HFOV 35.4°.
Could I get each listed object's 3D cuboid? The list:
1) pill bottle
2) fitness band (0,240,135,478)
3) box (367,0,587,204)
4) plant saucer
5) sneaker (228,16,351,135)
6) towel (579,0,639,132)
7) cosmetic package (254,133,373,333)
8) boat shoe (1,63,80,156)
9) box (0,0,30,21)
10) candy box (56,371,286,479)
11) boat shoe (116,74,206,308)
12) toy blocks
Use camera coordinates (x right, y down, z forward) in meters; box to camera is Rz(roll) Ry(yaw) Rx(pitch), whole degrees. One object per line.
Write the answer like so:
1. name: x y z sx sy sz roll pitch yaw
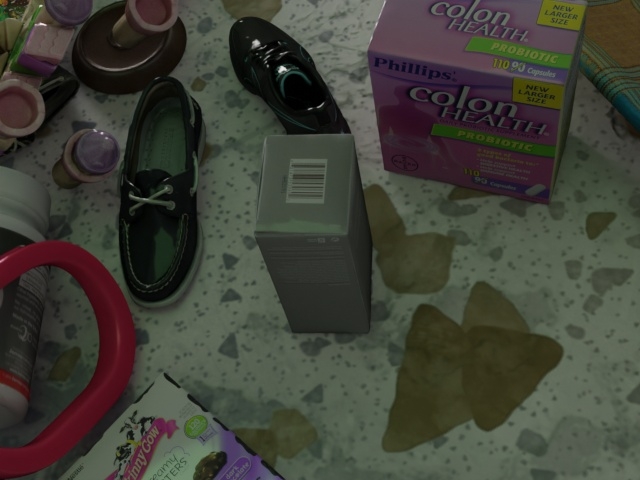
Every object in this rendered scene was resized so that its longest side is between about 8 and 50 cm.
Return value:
1. pill bottle: -0.403 0.064 1.167 0.161 0.161 0.283 -4 61 7
2. fitness band: -0.312 0.123 1.075 0.054 0.209 0.291 -18 18 33
3. box: 0.180 -0.169 1.159 0.213 0.243 0.117 13 64 15
4. plant saucer: -0.274 -0.281 1.415 0.168 0.029 0.169 -4 60 8
5. sneaker: -0.042 -0.216 1.299 0.101 0.106 0.267 -32 60 -8
6. towel: 0.414 -0.227 1.211 0.271 0.040 0.370 -15 56 -31
7. cosmetic package: 0.000 0.000 1.099 0.107 0.238 0.127 0 59 6
8. boat shoe: -0.417 -0.159 1.341 0.070 0.078 0.219 33 69 24
9. box: -0.451 -0.290 1.337 0.159 0.044 0.233 35 65 8
10. candy box: -0.152 0.266 1.069 0.196 0.070 0.165 36 73 24
11. boat shoe: -0.204 -0.066 1.248 0.114 0.091 0.303 -7 60 5
12. toy blocks: -0.339 -0.246 1.183 0.308 0.260 0.289 26 72 -23
